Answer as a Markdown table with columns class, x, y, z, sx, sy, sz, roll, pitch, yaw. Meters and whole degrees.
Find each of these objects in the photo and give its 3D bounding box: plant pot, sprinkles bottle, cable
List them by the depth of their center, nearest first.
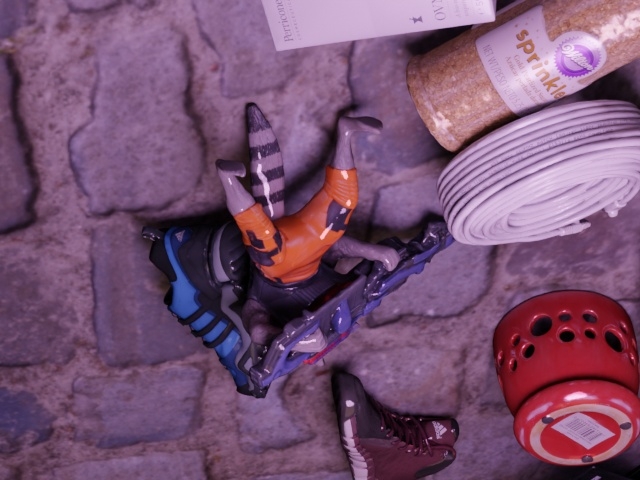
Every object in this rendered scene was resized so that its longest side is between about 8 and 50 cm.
| class | x | y | z | sx | sy | sz | roll | pitch | yaw |
| --- | --- | --- | --- | --- | --- | --- | --- | --- | --- |
| sprinkles bottle | 0.267 | -0.220 | 1.688 | 0.355 | 0.121 | 0.121 | -27 | 131 | 24 |
| cable | 0.257 | -0.076 | 1.782 | 0.257 | 0.089 | 0.257 | -11 | 163 | -26 |
| plant pot | 0.326 | 0.189 | 2.083 | 0.191 | 0.174 | 0.191 | 0 | 138 | 0 |

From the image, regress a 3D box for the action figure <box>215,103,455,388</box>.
| class | x | y | z | sx | sy | sz | roll | pitch | yaw |
| --- | --- | --- | --- | --- | --- | --- | --- | --- | --- |
| action figure | 0.000 | 0.000 | 1.884 | 0.341 | 0.178 | 0.330 | -30 | 136 | -37 |

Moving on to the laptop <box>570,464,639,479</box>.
| class | x | y | z | sx | sy | sz | roll | pitch | yaw |
| --- | --- | --- | --- | --- | --- | --- | --- | --- | --- |
| laptop | 0.382 | 0.352 | 2.254 | 0.136 | 0.264 | 0.234 | 45 | 124 | -3 |

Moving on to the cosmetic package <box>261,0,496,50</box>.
| class | x | y | z | sx | sy | sz | roll | pitch | yaw |
| --- | --- | --- | --- | --- | --- | --- | --- | --- | --- |
| cosmetic package | 0.042 | -0.320 | 1.517 | 0.224 | 0.138 | 0.224 | -6 | 131 | 15 |

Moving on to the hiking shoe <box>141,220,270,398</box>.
| class | x | y | z | sx | sy | sz | roll | pitch | yaw |
| --- | --- | --- | --- | --- | --- | --- | --- | --- | --- |
| hiking shoe | -0.126 | 0.082 | 2.014 | 0.132 | 0.113 | 0.304 | 7 | 136 | 19 |

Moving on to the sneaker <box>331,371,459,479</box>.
| class | x | y | z | sx | sy | sz | roll | pitch | yaw |
| --- | --- | --- | --- | --- | --- | --- | --- | --- | --- |
| sneaker | 0.108 | 0.253 | 2.202 | 0.162 | 0.106 | 0.281 | -12 | 146 | 2 |
